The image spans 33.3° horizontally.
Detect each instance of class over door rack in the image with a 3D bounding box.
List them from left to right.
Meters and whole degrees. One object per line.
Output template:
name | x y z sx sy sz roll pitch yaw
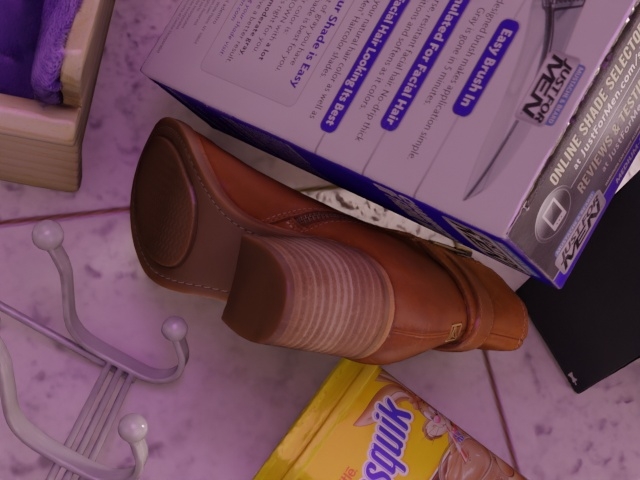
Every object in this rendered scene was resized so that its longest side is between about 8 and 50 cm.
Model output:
over door rack | -0.254 0.068 0.647 0.324 0.108 0.239 21 30 -3

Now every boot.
boot | 0.000 0.000 0.777 0.220 0.283 0.109 8 105 -37

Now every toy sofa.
toy sofa | -0.220 -0.235 0.804 0.150 0.177 0.362 11 66 -8

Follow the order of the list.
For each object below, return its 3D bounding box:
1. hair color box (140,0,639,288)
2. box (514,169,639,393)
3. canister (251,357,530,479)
hair color box | 0.053 -0.123 0.736 0.339 0.110 0.185 28 86 38
box | 0.277 -0.003 0.759 0.184 0.261 0.103 -27 75 -21
canister | 0.054 0.171 0.743 0.170 0.073 0.126 37 65 4
